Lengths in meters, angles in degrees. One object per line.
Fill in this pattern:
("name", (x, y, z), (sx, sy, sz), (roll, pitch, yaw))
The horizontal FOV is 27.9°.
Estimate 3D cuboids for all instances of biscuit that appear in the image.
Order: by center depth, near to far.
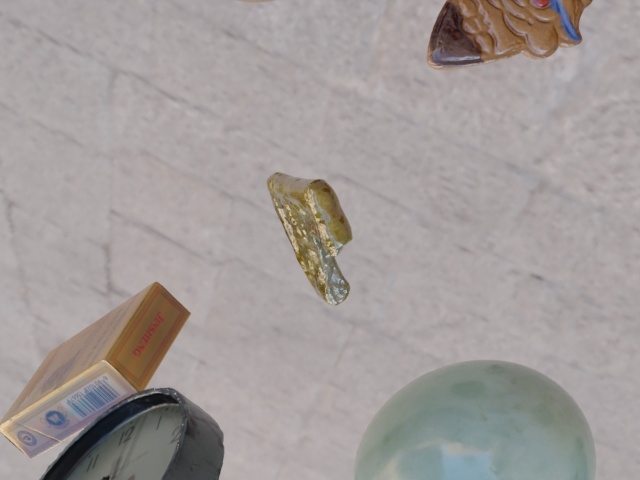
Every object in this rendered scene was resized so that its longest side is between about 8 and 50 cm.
("biscuit", (0.000, 0.000, 1.492), (0.174, 0.039, 0.183), (66, 165, -10))
("biscuit", (0.242, -0.300, 1.568), (0.183, 0.280, 0.043), (55, 171, 3))

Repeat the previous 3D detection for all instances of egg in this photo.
("egg", (0.193, 0.299, 1.665), (0.276, 0.276, 0.389), (34, 148, -14))

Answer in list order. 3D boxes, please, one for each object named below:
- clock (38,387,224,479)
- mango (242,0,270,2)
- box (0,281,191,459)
("clock", (-0.250, 0.313, 1.498), (0.067, 0.325, 0.325), (46, 151, -23))
("mango", (-0.065, -0.474, 1.802), (0.232, 0.300, 0.445), (60, 174, -3))
("box", (-0.321, 0.184, 1.816), (0.274, 0.174, 0.076), (-32, 108, 37))
